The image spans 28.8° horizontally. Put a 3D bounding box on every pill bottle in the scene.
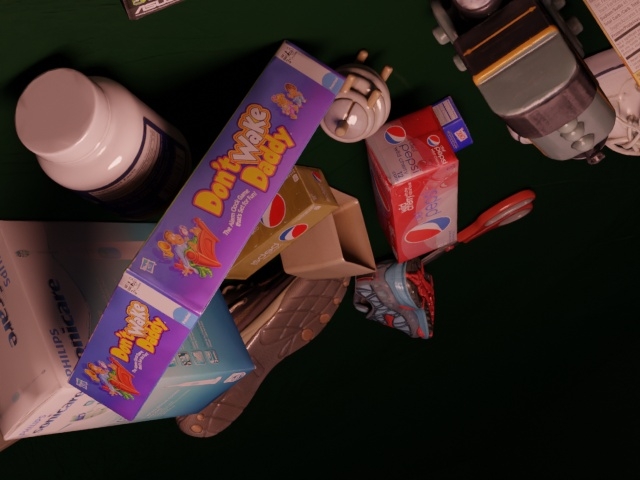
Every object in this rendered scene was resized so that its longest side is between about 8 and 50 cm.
[{"bbox_3d":[-0.208,-0.094,1.194,0.112,0.112,0.187,-30,159,9],"label":"pill bottle"}]

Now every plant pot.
[{"bbox_3d":[0.000,0.000,1.684,0.096,0.109,0.109,-21,163,21],"label":"plant pot"}]

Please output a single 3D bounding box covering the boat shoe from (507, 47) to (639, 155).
[{"bbox_3d":[0.439,-0.174,1.694,0.367,0.156,0.136,-19,158,-19],"label":"boat shoe"}]

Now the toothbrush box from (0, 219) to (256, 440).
[{"bbox_3d":[-0.252,0.097,1.451,0.126,0.216,0.296,-40,156,32],"label":"toothbrush box"}]

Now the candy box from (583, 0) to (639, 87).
[{"bbox_3d":[0.398,-0.189,1.382,0.087,0.316,0.183,-35,158,19],"label":"candy box"}]

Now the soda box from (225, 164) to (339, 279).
[{"bbox_3d":[-0.066,-0.020,1.604,0.181,0.061,0.058,-38,157,29],"label":"soda box"}]

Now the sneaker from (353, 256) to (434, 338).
[{"bbox_3d":[0.119,0.090,2.063,0.125,0.104,0.262,-2,156,14],"label":"sneaker"}]

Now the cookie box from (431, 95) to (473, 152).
[{"bbox_3d":[0.135,-0.131,1.606,0.107,0.040,0.092,-27,158,7],"label":"cookie box"}]

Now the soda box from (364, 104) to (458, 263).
[{"bbox_3d":[0.118,-0.064,1.572,0.092,0.083,0.263,-22,159,-2],"label":"soda box"}]

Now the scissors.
[{"bbox_3d":[0.222,-0.003,2.050,0.297,0.021,0.109,-28,165,10],"label":"scissors"}]

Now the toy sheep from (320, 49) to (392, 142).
[{"bbox_3d":[0.036,-0.152,1.366,0.091,0.091,0.132,-42,-170,35],"label":"toy sheep"}]

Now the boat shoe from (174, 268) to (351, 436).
[{"bbox_3d":[-0.102,0.115,1.784,0.355,0.130,0.132,-45,148,-15],"label":"boat shoe"}]

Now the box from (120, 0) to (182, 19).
[{"bbox_3d":[-0.089,-0.272,1.006,0.191,0.045,0.184,-23,157,-6],"label":"box"}]

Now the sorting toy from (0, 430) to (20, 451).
[{"bbox_3d":[-0.498,0.276,1.836,0.348,0.047,0.196,-32,163,15],"label":"sorting toy"}]

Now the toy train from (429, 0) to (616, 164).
[{"bbox_3d":[0.234,-0.188,1.374,0.142,0.190,0.334,-31,159,15],"label":"toy train"}]

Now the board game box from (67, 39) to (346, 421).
[{"bbox_3d":[-0.113,-0.013,1.263,0.233,0.078,0.347,-53,-174,50],"label":"board game box"}]
